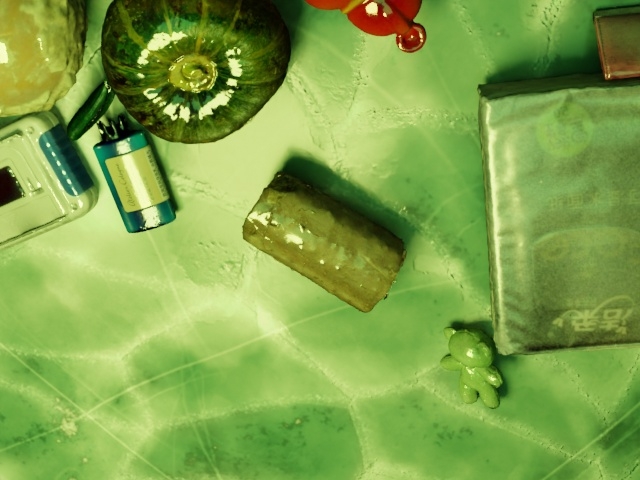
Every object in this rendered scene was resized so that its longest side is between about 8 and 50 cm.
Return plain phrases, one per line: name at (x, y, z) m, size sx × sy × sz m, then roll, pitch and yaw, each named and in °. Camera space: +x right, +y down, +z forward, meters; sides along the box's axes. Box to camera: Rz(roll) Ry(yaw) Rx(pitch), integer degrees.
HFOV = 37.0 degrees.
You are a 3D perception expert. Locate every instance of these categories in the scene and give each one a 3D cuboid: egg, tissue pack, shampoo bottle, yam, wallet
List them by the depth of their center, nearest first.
wallet at (0.488, -0.270, 1.271) m, size 0.232 × 0.119 × 0.025 m, roll -4°, pitch 148°, yaw 9°
egg at (-0.456, -0.314, 1.304) m, size 0.279 × 0.279 × 0.310 m, roll -26°, pitch 102°, yaw 16°
tissue pack at (0.379, -0.038, 1.366) m, size 0.288 × 0.124 × 0.394 m, roll -3°, pitch 110°, yaw 10°
yam at (0.000, 0.000, 1.433) m, size 0.238 × 0.128 × 0.129 m, roll 29°, pitch 78°, yaw -9°
shampoo bottle at (-0.290, -0.104, 1.471) m, size 0.087 × 0.050 × 0.183 m, roll -14°, pitch 109°, yaw 16°

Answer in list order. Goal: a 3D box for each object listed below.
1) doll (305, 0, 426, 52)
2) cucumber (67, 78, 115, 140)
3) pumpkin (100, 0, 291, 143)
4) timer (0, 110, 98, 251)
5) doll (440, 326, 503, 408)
doll at (0.025, -0.399, 1.254) m, size 0.183 × 0.160 × 0.363 m, roll -35°, pitch 103°, yaw 17°
cucumber at (-0.339, -0.188, 1.411) m, size 0.184 × 0.033 × 0.036 m, roll -29°, pitch 64°, yaw 51°
pumpkin at (-0.177, -0.267, 1.330) m, size 0.260 × 0.189 × 0.260 m, roll -3°, pitch 131°, yaw -4°
timer at (-0.490, -0.081, 1.488) m, size 0.253 × 0.078 × 0.178 m, roll -21°, pitch 107°, yaw 19°
doll at (0.246, 0.198, 1.513) m, size 0.115 × 0.077 × 0.150 m, roll 19°, pitch 132°, yaw 41°
